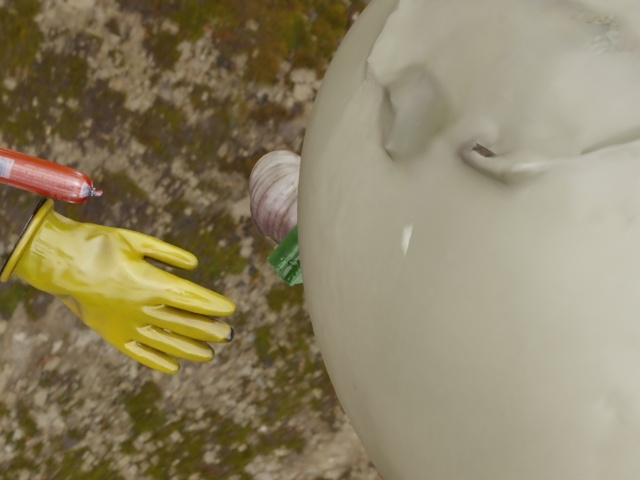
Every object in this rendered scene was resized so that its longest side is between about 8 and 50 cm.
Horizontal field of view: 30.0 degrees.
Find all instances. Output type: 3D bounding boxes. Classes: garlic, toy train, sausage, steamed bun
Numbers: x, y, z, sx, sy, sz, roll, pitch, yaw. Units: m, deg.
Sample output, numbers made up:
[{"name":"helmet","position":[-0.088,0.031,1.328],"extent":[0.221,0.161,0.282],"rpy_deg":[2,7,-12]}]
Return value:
[{"name":"garlic","position":[-0.009,-0.022,1.280],"extent":[0.159,0.147,0.102],"rpy_deg":[31,97,-29]},{"name":"toy train","position":[0.000,0.000,0.984],"extent":[0.038,0.093,0.056],"rpy_deg":[49,26,17]},{"name":"sausage","position":[-0.330,-0.077,1.428],"extent":[0.145,0.048,0.050],"rpy_deg":[16,24,-1]},{"name":"steamed bun","position":[0.156,0.041,0.496],"extent":[0.375,0.241,0.374],"rpy_deg":[23,21,-9]}]

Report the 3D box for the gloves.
[{"name":"gloves","position":[-0.244,0.066,1.500],"extent":[0.294,0.133,0.116],"rpy_deg":[29,33,-10]}]
